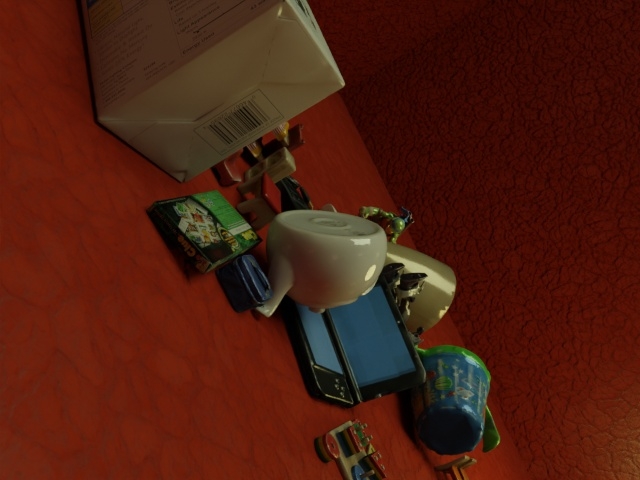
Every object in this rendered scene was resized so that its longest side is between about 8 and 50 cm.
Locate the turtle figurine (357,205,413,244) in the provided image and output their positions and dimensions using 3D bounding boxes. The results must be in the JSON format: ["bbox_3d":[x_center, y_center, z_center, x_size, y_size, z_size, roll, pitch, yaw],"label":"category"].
[{"bbox_3d":[0.190,-0.028,2.292,0.198,0.275,0.266,35,-2,-8],"label":"turtle figurine"}]

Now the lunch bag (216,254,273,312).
[{"bbox_3d":[-0.126,0.076,1.087,0.098,0.065,0.067,61,14,4],"label":"lunch bag"}]

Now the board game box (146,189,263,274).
[{"bbox_3d":[-0.190,-0.023,1.084,0.136,0.030,0.259,46,15,3],"label":"board game box"}]

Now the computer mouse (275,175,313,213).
[{"bbox_3d":[-0.071,-0.097,1.634,0.184,0.060,0.262,33,18,-52],"label":"computer mouse"}]

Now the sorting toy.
[{"bbox_3d":[0.078,0.405,1.177,0.132,0.046,0.274,64,15,15],"label":"sorting toy"}]

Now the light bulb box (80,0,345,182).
[{"bbox_3d":[-0.202,-0.365,1.101,0.225,0.358,0.361,43,24,-55],"label":"light bulb box"}]

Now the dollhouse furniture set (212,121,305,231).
[{"bbox_3d":[-0.143,-0.224,1.432,0.201,0.152,0.374,51,17,-31],"label":"dollhouse furniture set"}]

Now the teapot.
[{"bbox_3d":[0.009,0.052,1.228,0.252,0.256,0.187,-96,-168,-75],"label":"teapot"}]

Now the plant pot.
[{"bbox_3d":[0.232,0.115,1.936,0.274,0.256,0.256,35,24,-25],"label":"plant pot"}]

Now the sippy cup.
[{"bbox_3d":[0.338,0.434,1.654,0.224,0.305,0.240,-70,168,-64],"label":"sippy cup"}]

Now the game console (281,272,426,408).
[{"bbox_3d":[0.061,0.178,1.307,0.250,0.173,0.293,38,26,-56],"label":"game console"}]

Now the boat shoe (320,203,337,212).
[{"bbox_3d":[0.049,-0.032,1.915,0.063,0.066,0.184,43,13,-47],"label":"boat shoe"}]

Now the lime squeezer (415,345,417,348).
[{"bbox_3d":[0.320,0.321,2.070,0.059,0.110,0.310,-128,-144,-77],"label":"lime squeezer"}]

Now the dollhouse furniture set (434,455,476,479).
[{"bbox_3d":[0.440,0.706,1.635,0.259,0.135,0.262,40,24,-53],"label":"dollhouse furniture set"}]

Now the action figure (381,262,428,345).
[{"bbox_3d":[0.222,0.208,1.755,0.185,0.099,0.285,39,-44,47],"label":"action figure"}]
